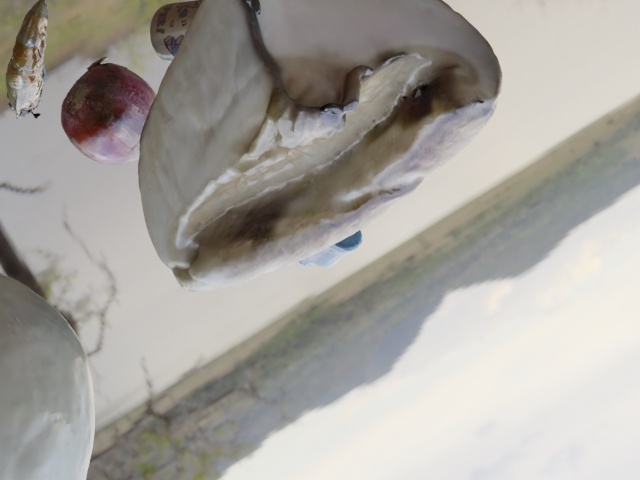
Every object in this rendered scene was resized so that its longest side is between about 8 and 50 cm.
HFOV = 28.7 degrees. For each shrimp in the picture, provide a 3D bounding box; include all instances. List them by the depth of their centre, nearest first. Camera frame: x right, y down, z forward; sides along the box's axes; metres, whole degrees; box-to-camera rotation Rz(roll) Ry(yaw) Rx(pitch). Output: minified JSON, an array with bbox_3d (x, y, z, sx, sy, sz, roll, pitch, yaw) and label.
[{"bbox_3d":[-0.319,-0.190,1.376,0.190,0.042,0.101,120,-17,-58],"label":"shrimp"}]

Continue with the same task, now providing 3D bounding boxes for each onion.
[{"bbox_3d":[-0.308,-0.183,1.965,0.159,0.195,0.159,-27,-135,31],"label":"onion"}]

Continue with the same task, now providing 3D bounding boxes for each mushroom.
[{"bbox_3d":[-0.027,-0.109,1.409,0.314,0.224,0.397,-6,148,-37],"label":"mushroom"}]

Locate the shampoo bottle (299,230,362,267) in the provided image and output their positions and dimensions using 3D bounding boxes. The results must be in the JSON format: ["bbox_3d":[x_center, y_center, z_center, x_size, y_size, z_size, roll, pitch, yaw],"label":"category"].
[{"bbox_3d":[0.000,0.000,2.229,0.061,0.104,0.258,-55,-176,-16],"label":"shampoo bottle"}]

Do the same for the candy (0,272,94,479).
[{"bbox_3d":[-0.402,0.231,1.122,0.386,0.427,0.186,-3,169,9],"label":"candy"}]

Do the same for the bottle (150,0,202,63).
[{"bbox_3d":[-0.164,-0.331,1.931,0.209,0.110,0.097,1,-119,40],"label":"bottle"}]
